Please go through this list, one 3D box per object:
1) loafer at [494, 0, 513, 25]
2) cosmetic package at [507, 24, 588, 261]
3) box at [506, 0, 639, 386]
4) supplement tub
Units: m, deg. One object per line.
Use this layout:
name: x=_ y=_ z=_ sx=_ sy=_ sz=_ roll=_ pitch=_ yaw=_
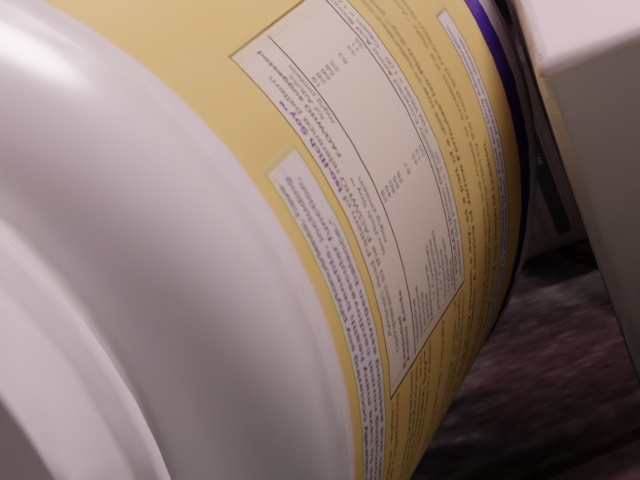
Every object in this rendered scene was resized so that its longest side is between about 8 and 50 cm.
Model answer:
loafer: x=0.049 y=-0.127 z=0.787 sx=0.267 sy=0.096 sz=0.084 roll=-45 pitch=47 yaw=-7
cosmetic package: x=0.160 y=-0.138 z=0.902 sx=0.225 sy=0.138 sz=0.224 roll=-18 pitch=47 yaw=9
box: x=0.236 y=-0.118 z=0.633 sx=0.345 sy=0.168 sz=0.215 roll=-18 pitch=42 yaw=8
supplement tub: x=-0.083 y=0.018 z=0.522 sx=0.241 sy=0.241 sz=0.331 roll=-15 pitch=15 yaw=23
